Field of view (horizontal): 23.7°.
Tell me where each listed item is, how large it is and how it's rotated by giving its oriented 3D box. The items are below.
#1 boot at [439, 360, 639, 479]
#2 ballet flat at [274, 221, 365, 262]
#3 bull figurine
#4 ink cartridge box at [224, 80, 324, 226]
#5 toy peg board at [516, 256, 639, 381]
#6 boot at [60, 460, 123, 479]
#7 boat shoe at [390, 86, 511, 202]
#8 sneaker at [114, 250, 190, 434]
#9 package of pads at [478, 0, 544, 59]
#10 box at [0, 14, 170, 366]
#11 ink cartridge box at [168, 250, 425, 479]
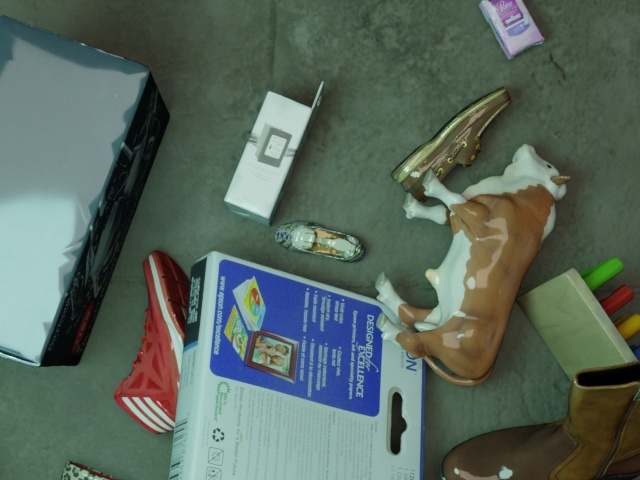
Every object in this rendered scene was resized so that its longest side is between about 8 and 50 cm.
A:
[{"bbox_3d":[0.278,0.221,1.743,0.264,0.280,0.096,2,65,-1],"label":"boot"},{"bbox_3d":[0.000,0.000,1.882,0.114,0.041,0.041,13,85,0],"label":"ballet flat"},{"bbox_3d":[0.183,0.016,1.838,0.188,0.101,0.310,19,84,-13],"label":"bull figurine"},{"bbox_3d":[-0.055,-0.114,1.858,0.060,0.104,0.180,22,85,2],"label":"ink cartridge box"},{"bbox_3d":[0.336,0.101,1.829,0.079,0.161,0.160,-33,87,-18],"label":"toy peg board"},{"bbox_3d":[-0.241,0.384,1.823,0.236,0.085,0.178,24,83,1],"label":"boot"},{"bbox_3d":[0.170,-0.118,1.887,0.178,0.064,0.060,-41,92,2],"label":"boat shoe"},{"bbox_3d":[-0.208,0.129,1.845,0.128,0.087,0.221,-26,64,17],"label":"sneaker"},{"bbox_3d":[0.240,-0.274,1.914,0.050,0.032,0.083,-28,86,-6],"label":"package of pads"},{"bbox_3d":[-0.319,-0.040,1.742,0.179,0.312,0.343,19,86,1],"label":"box"},{"bbox_3d":[-0.020,0.195,1.783,0.307,0.072,0.303,19,61,-29],"label":"ink cartridge box"}]
